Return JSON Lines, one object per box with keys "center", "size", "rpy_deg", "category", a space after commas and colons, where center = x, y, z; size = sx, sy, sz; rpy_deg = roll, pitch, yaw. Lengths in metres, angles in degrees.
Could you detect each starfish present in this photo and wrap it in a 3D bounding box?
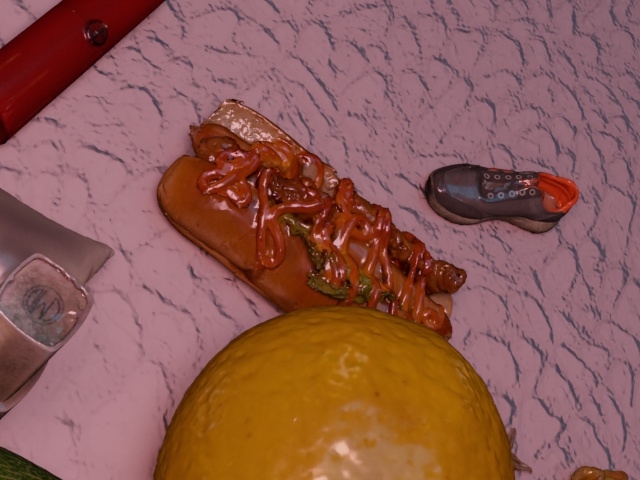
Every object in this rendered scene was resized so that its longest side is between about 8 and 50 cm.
{"center": [0.186, 0.227, 1.361], "size": [0.086, 0.016, 0.092], "rpy_deg": [-3, 76, -35], "category": "starfish"}

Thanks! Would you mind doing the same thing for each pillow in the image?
{"center": [-0.315, 0.000, 1.101], "size": [0.254, 0.078, 0.144], "rpy_deg": [31, 42, -13], "category": "pillow"}

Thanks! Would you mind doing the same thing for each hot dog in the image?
{"center": [0.000, 0.000, 1.284], "size": [0.349, 0.117, 0.158], "rpy_deg": [40, 54, -11], "category": "hot dog"}

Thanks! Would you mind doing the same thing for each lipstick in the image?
{"center": [-0.257, 0.091, 0.995], "size": [0.079, 0.253, 0.077], "rpy_deg": [40, 53, -8], "category": "lipstick"}
{"center": [-0.246, -0.199, 1.251], "size": [0.073, 0.073, 0.280], "rpy_deg": [44, 53, -7], "category": "lipstick"}

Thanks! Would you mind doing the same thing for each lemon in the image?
{"center": [0.009, 0.218, 1.077], "size": [0.336, 0.336, 0.336], "rpy_deg": [13, 62, -27], "category": "lemon"}

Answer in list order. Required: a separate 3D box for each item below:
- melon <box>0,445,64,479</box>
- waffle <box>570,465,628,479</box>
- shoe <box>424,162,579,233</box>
{"center": [-0.351, 0.187, 0.953], "size": [0.323, 0.196, 0.124], "rpy_deg": [19, 80, -15], "category": "melon"}
{"center": [0.291, 0.366, 1.338], "size": [0.253, 0.056, 0.249], "rpy_deg": [-7, 72, -33], "category": "waffle"}
{"center": [0.213, -0.058, 1.469], "size": [0.194, 0.077, 0.074], "rpy_deg": [10, 64, -29], "category": "shoe"}
